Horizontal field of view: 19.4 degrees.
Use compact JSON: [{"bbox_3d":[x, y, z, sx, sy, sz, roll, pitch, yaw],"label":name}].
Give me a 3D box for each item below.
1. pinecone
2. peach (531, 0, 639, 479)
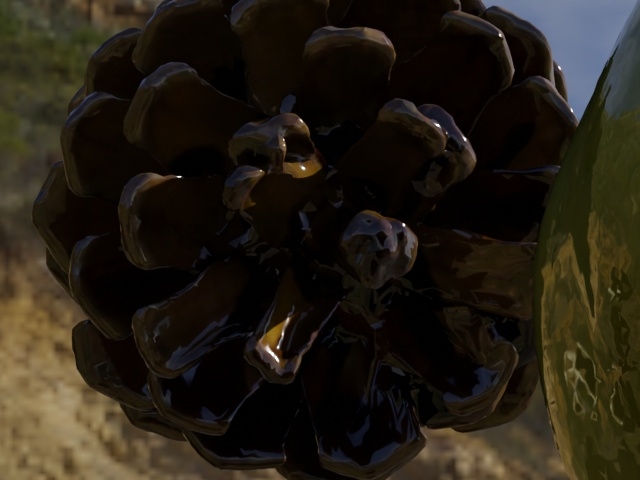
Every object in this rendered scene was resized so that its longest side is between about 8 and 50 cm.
[{"bbox_3d":[0.000,0.000,1.126,0.384,0.385,0.384,-1,-17,0],"label":"pinecone"},{"bbox_3d":[0.243,0.015,0.651,0.281,0.316,0.314,-10,-23,-47],"label":"peach"}]
